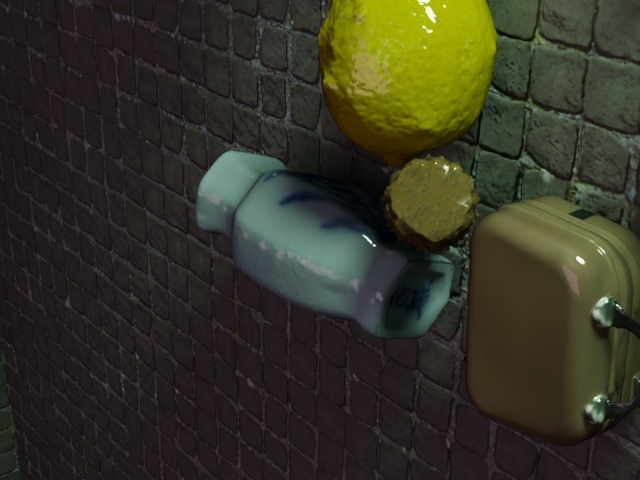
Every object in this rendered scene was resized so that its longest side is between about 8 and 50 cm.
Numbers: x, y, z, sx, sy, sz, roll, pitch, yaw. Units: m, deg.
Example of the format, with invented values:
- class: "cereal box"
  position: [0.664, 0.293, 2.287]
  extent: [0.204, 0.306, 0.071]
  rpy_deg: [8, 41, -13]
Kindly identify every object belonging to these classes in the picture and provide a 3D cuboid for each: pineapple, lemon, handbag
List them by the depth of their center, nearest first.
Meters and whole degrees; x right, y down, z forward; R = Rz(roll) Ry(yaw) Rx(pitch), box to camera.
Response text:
- class: "handbag"
  position: [0.319, 0.114, 1.310]
  extent: [0.283, 0.149, 0.301]
  rpy_deg: [25, 122, 48]
- class: "lemon"
  position: [0.112, -0.235, 1.344]
  extent: [0.233, 0.233, 0.288]
  rpy_deg: [22, 111, 46]
- class: "pineapple"
  position: [0.149, -0.042, 1.396]
  extent: [0.248, 0.128, 0.128]
  rpy_deg: [23, -137, -83]

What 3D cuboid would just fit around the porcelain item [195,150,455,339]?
- class: "porcelain item"
  position: [0.000, 0.000, 1.597]
  extent: [0.405, 0.242, 0.178]
  rpy_deg: [30, 104, 36]
